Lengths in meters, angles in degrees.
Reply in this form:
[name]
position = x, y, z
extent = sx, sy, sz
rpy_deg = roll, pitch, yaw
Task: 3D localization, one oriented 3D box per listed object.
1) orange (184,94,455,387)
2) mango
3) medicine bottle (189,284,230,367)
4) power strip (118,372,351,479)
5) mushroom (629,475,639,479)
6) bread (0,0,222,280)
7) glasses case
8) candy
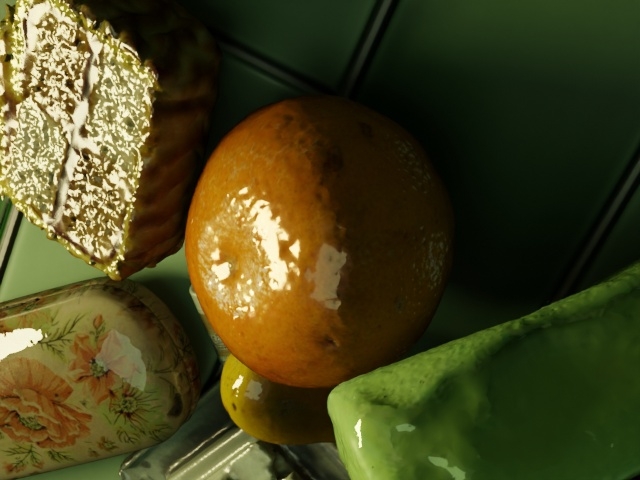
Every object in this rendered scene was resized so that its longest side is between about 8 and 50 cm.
[orange]
position = 0.000, 0.000, 1.163
extent = 0.224, 0.170, 0.224
rpy_deg = 14, 109, 50
[mango]
position = -0.008, 0.125, 1.283
extent = 0.161, 0.076, 0.103
rpy_deg = 21, 105, -28
[medicine bottle]
position = -0.075, 0.068, 1.308
extent = 0.047, 0.047, 0.083
rpy_deg = -11, 114, 25
[power strip]
position = -0.066, 0.234, 1.389
extent = 0.198, 0.064, 0.213
rpy_deg = 44, 124, -5
[mushroom]
position = 0.163, 0.278, 1.213
extent = 0.345, 0.259, 0.345
rpy_deg = 8, 116, 17
[bread]
position = -0.168, -0.094, 1.202
extent = 0.181, 0.096, 0.222
rpy_deg = 33, 127, 25
[glasses case]
position = -0.302, 0.141, 1.400
extent = 0.425, 0.098, 0.156
rpy_deg = -15, 107, 27
[candy]
position = 0.181, 0.104, 1.099
extent = 0.343, 0.132, 0.142
rpy_deg = -22, 102, -6
